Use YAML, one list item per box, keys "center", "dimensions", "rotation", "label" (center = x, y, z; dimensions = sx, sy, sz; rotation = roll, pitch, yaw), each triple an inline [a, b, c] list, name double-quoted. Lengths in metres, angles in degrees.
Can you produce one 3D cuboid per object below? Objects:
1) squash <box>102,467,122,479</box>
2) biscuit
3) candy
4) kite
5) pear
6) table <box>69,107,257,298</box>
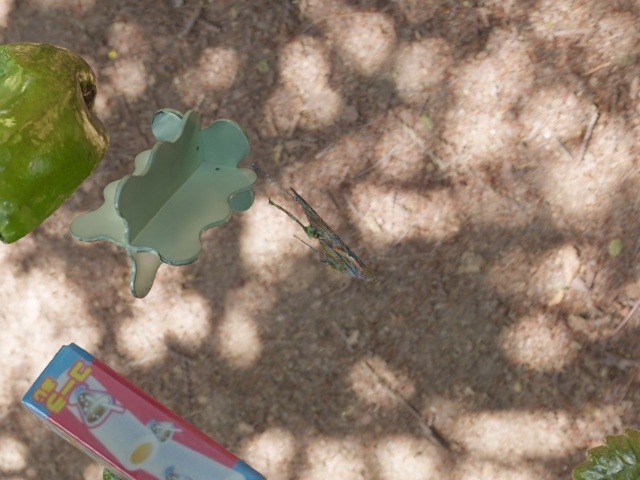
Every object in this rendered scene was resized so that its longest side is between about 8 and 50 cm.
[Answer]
- center: [-0.203, 0.431, 1.551]
  dimensions: [0.087, 0.087, 0.331]
  rotation: [-19, 123, 36]
  label: "squash"
- center: [0.385, 0.321, 1.232]
  dimensions: [0.273, 0.036, 0.187]
  rotation: [-22, 64, 56]
  label: "biscuit"
- center: [-0.205, 0.261, 1.251]
  dimensions: [0.306, 0.100, 0.157]
  rotation: [31, 160, 13]
  label: "candy"
- center: [0.000, 0.000, 1.037]
  dimensions: [0.160, 0.010, 0.183]
  rotation: [37, 167, 28]
  label: "kite"
- center: [-0.399, -0.153, 1.301]
  dimensions: [0.292, 0.292, 0.159]
  rotation: [7, 135, 30]
  label: "pear"
- center: [-0.183, -0.044, 1.206]
  dimensions: [0.166, 0.198, 0.166]
  rotation: [14, 130, 17]
  label: "table"
